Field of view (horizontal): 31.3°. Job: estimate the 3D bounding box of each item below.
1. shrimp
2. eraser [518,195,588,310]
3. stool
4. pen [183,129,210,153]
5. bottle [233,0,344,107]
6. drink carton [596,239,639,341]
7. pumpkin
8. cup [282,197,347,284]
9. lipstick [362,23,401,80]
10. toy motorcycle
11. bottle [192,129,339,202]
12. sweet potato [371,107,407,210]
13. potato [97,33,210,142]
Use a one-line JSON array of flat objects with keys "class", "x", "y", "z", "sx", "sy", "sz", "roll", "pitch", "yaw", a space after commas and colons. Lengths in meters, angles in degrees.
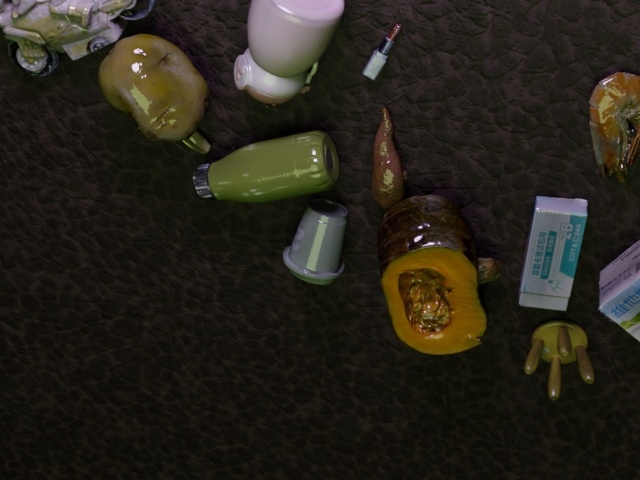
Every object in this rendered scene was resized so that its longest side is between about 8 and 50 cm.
[{"class": "shrimp", "x": 0.516, "y": -0.185, "z": 1.937, "sx": 0.115, "sy": 0.051, "sz": 0.217, "roll": -4, "pitch": 122, "yaw": 12}, {"class": "eraser", "x": 0.427, "y": 0.025, "z": 2.104, "sx": 0.095, "sy": 0.052, "sz": 0.225, "roll": 7, "pitch": 127, "yaw": 5}, {"class": "stool", "x": 0.461, "y": 0.226, "z": 2.206, "sx": 0.134, "sy": 0.110, "sz": 0.135, "roll": 8, "pitch": 128, "yaw": 5}, {"class": "pen", "x": -0.292, "y": -0.238, "z": 2.080, "sx": 0.233, "sy": 0.032, "sz": 0.040, "roll": 42, "pitch": 146, "yaw": -16}, {"class": "bottle", "x": -0.063, "y": -0.325, "z": 1.904, "sx": 0.147, "sy": 0.148, "sz": 0.236, "roll": 22, "pitch": 135, "yaw": -4}, {"class": "drink carton", "x": 0.687, "y": 0.129, "z": 2.075, "sx": 0.324, "sy": 0.132, "sz": 0.194, "roll": 36, "pitch": 125, "yaw": -12}, {"class": "pumpkin", "x": 0.226, "y": 0.067, "z": 2.109, "sx": 0.221, "sy": 0.139, "sz": 0.317, "roll": -8, "pitch": 127, "yaw": 9}, {"class": "cup", "x": 0.000, "y": 0.000, "z": 2.143, "sx": 0.120, "sy": 0.120, "sz": 0.141, "roll": 18, "pitch": 118, "yaw": -1}, {"class": "lipstick", "x": 0.108, "y": -0.323, "z": 1.937, "sx": 0.025, "sy": 0.025, "sz": 0.107, "roll": 28, "pitch": 121, "yaw": -8}, {"class": "toy motorcycle", "x": -0.443, "y": -0.412, "z": 1.938, "sx": 0.340, "sy": 0.108, "sz": 0.223, "roll": -19, "pitch": 124, "yaw": 30}, {"class": "bottle", "x": -0.102, "y": -0.124, "z": 2.070, "sx": 0.260, "sy": 0.112, "sz": 0.112, "roll": -10, "pitch": 123, "yaw": 19}, {"class": "sweet potato", "x": 0.121, "y": -0.129, "z": 2.051, "sx": 0.068, "sy": 0.068, "sz": 0.226, "roll": 1, "pitch": 125, "yaw": 12}, {"class": "potato", "x": -0.284, "y": -0.266, "z": 1.979, "sx": 0.137, "sy": 0.154, "sz": 0.200, "roll": -39, "pitch": 107, "yaw": 26}]
